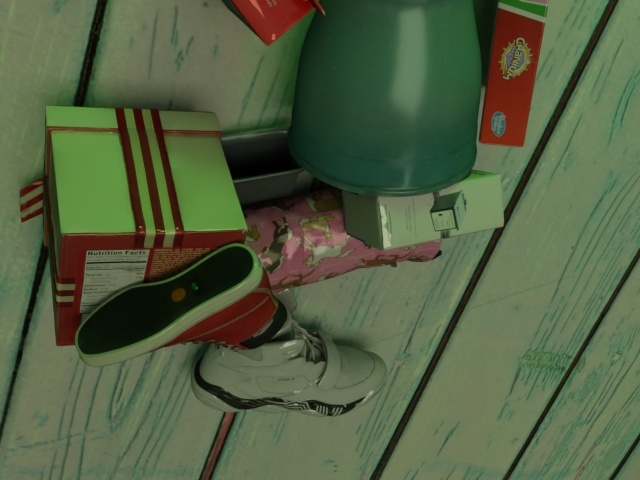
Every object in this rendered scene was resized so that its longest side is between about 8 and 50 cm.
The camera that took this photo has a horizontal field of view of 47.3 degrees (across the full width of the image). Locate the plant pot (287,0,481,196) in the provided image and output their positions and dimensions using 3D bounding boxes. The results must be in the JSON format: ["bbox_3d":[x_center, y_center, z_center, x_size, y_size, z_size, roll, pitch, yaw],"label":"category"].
[{"bbox_3d":[0.095,-0.239,0.973,0.271,0.272,0.255,-10,130,-18],"label":"plant pot"}]

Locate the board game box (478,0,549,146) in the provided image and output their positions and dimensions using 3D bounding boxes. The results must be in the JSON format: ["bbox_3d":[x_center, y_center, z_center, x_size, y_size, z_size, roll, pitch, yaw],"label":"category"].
[{"bbox_3d":[0.284,-0.327,1.046,0.064,0.242,0.317,8,123,11],"label":"board game box"}]

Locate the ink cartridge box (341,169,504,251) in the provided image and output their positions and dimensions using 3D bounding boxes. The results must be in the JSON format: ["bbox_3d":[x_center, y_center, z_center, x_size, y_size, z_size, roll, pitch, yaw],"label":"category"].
[{"bbox_3d":[0.143,-0.049,1.046,0.190,0.139,0.082,-13,104,-18],"label":"ink cartridge box"}]

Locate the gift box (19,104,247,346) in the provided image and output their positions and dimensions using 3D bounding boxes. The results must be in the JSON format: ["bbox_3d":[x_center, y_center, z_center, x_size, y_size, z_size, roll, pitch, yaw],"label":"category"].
[{"bbox_3d":[-0.263,-0.019,0.987,0.255,0.258,0.276,2,138,-27],"label":"gift box"}]

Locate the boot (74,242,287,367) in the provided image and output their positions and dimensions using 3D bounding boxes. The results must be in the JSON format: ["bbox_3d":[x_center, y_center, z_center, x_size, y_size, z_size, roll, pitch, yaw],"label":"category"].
[{"bbox_3d":[-0.166,0.116,0.921,0.244,0.088,0.176,-24,145,-2],"label":"boot"}]

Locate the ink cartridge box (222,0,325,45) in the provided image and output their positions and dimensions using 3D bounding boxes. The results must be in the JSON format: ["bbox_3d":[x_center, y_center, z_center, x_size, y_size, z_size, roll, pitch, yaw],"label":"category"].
[{"bbox_3d":[-0.092,-0.325,0.880,0.078,0.231,0.134,-40,127,3],"label":"ink cartridge box"}]

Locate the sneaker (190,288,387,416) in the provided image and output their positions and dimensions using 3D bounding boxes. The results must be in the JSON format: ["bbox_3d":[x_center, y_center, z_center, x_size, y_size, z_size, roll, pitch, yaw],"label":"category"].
[{"bbox_3d":[-0.028,0.197,1.262,0.365,0.137,0.210,3,135,-21],"label":"sneaker"}]

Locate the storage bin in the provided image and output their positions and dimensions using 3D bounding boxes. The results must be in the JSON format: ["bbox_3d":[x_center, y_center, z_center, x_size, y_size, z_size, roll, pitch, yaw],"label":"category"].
[{"bbox_3d":[-0.097,-0.110,1.107,0.135,0.098,0.091,-12,151,-18],"label":"storage bin"}]

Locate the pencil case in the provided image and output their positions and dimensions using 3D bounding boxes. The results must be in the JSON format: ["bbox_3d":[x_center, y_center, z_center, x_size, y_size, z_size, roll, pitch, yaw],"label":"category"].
[{"bbox_3d":[0.000,0.000,1.169,0.386,0.160,0.167,-13,109,-16],"label":"pencil case"}]
